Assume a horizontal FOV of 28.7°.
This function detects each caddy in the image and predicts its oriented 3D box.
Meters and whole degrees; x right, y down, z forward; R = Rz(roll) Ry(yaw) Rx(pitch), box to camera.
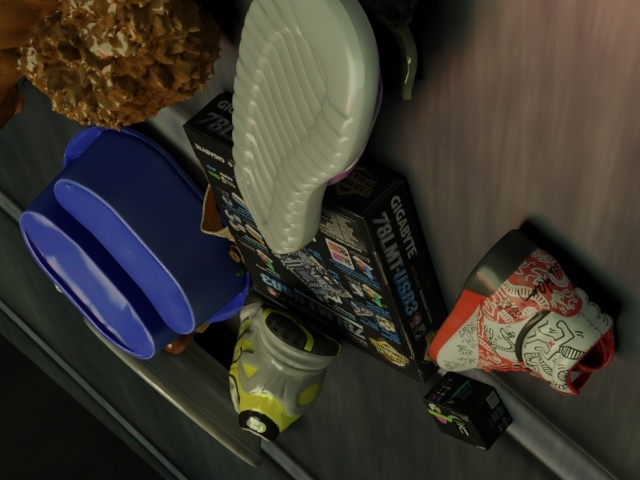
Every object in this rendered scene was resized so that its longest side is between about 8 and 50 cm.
[{"bbox_3d":[-0.251,-0.003,1.766,0.341,0.179,0.241,50,135,-8],"label":"caddy"}]

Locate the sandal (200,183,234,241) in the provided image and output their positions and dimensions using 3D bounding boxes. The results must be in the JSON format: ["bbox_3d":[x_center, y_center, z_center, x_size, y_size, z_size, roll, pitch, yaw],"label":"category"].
[{"bbox_3d":[-0.125,-0.045,1.573,0.088,0.079,0.240,29,153,38],"label":"sandal"}]

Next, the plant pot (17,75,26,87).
[{"bbox_3d":[-0.551,-0.258,1.893,0.166,0.165,0.234,46,167,1],"label":"plant pot"}]

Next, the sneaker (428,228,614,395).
[{"bbox_3d":[0.196,0.106,1.225,0.145,0.090,0.270,43,156,15],"label":"sneaker"}]

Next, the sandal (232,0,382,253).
[{"bbox_3d":[-0.003,-0.121,1.134,0.169,0.102,0.416,62,160,12],"label":"sandal"}]

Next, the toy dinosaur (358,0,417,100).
[{"bbox_3d":[0.030,-0.220,1.006,0.268,0.064,0.118,51,165,-23],"label":"toy dinosaur"}]

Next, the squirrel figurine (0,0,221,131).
[{"bbox_3d":[-0.299,-0.220,1.228,0.397,0.281,0.370,19,123,-2],"label":"squirrel figurine"}]

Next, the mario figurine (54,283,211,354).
[{"bbox_3d":[-0.318,0.051,1.960,0.320,0.198,0.170,43,-174,-5],"label":"mario figurine"}]

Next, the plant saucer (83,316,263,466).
[{"bbox_3d":[-0.231,0.229,2.168,0.400,0.100,0.400,40,173,6],"label":"plant saucer"}]

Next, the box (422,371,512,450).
[{"bbox_3d":[0.175,0.203,1.491,0.083,0.052,0.062,13,141,53],"label":"box"}]

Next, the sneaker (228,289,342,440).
[{"bbox_3d":[-0.064,0.159,1.615,0.145,0.147,0.385,27,179,2],"label":"sneaker"}]

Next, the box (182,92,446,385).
[{"bbox_3d":[0.000,0.000,1.430,0.295,0.073,0.293,28,153,39],"label":"box"}]

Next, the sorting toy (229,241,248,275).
[{"bbox_3d":[-0.091,0.032,1.698,0.102,0.042,0.061,50,159,-10],"label":"sorting toy"}]
